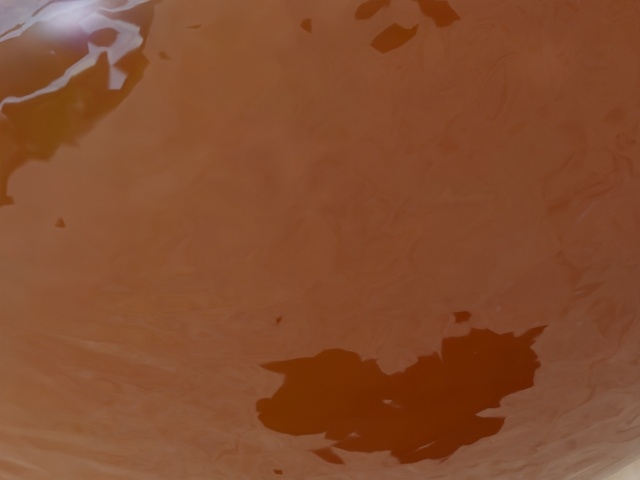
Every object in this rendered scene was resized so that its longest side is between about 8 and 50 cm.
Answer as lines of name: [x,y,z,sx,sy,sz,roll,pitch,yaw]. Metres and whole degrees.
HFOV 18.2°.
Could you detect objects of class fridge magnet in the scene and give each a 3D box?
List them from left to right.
fridge magnet: [0.000,0.000,0.678,0.363,0.363,0.155,-49,38,45]
